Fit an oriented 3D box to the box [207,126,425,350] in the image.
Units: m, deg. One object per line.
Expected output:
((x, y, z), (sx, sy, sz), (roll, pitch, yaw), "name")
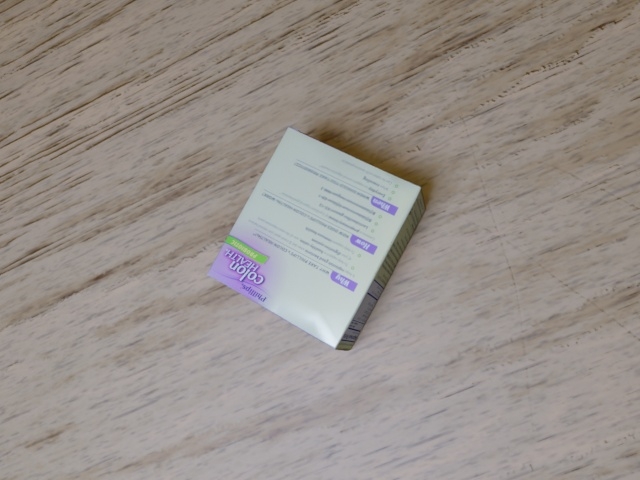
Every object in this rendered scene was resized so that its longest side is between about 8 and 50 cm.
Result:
((0.000, 0.000, 0.805), (0.213, 0.117, 0.243), (27, 85, 17), "box")
